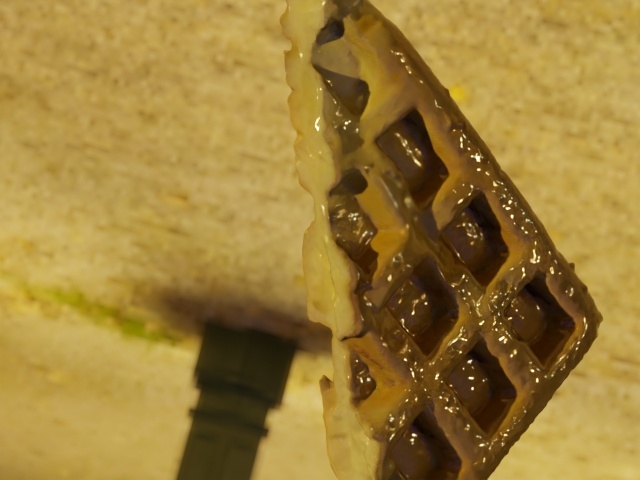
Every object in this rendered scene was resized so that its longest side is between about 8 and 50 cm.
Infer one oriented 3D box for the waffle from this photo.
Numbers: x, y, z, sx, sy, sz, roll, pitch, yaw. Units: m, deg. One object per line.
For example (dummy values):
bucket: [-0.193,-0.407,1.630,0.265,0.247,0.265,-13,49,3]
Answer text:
waffle: [0.000,0.000,0.531,0.191,0.125,0.032,50,162,-30]
